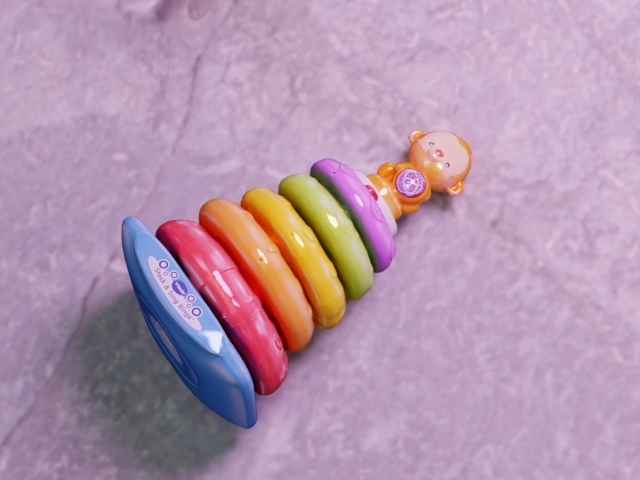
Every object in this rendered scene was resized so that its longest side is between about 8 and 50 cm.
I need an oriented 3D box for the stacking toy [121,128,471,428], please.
[{"bbox_3d":[0.000,0.000,1.563,0.302,0.166,0.175,-32,72,-12],"label":"stacking toy"}]
